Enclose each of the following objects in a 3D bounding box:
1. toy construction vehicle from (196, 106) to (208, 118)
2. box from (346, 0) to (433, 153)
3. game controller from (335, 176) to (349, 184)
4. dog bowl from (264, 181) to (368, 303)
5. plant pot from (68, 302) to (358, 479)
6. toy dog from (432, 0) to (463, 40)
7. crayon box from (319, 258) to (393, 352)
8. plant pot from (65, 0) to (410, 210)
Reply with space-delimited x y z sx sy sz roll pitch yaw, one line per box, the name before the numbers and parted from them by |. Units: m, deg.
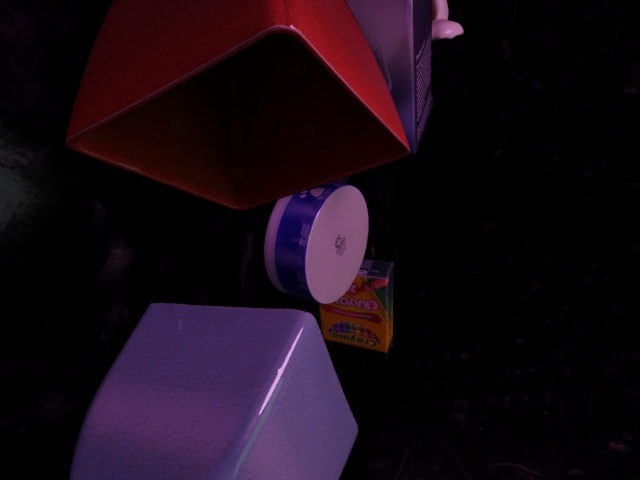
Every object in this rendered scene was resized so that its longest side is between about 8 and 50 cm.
toy construction vehicle | -0.159 -0.193 0.656 0.098 0.035 0.086 57 44 -62
box | 0.024 -0.317 0.747 0.294 0.296 0.183 77 28 -42
game controller | 0.027 -0.185 1.178 0.166 0.067 0.319 54 44 -43
dog bowl | 0.000 0.000 0.992 0.265 0.104 0.265 -30 126 -51
plant pot | -0.125 0.252 0.530 0.252 0.247 0.248 -63 143 -47
toy dog | 0.152 -0.642 0.990 0.395 0.284 0.408 -62 145 -59
crayon box | 0.103 0.198 1.289 0.081 0.202 0.319 -58 148 -50
plant pot | -0.081 -0.207 0.518 0.267 0.267 0.236 21 59 -57
